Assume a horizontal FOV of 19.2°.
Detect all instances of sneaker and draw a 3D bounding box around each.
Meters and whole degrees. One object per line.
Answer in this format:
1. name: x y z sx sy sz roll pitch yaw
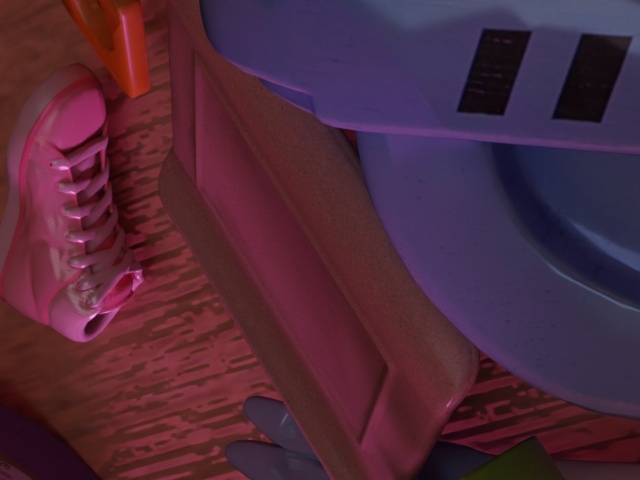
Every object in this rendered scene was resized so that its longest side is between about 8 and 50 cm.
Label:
1. sneaker: -0.104 -0.011 0.836 0.070 0.051 0.134 36 130 19

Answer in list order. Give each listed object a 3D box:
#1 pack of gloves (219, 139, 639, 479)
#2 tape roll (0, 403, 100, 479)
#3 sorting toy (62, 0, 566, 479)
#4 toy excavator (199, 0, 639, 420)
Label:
1. pack of gloves: 0.064 0.056 0.780 0.232 0.046 0.195 7 97 29
2. tape roll: -0.177 0.164 0.862 0.189 0.189 0.080 48 124 6
3. sorting toy: 0.000 0.000 0.717 0.347 0.047 0.196 57 163 14
4. toy excavator: 0.178 -0.006 0.602 0.433 0.222 0.445 7 123 20
